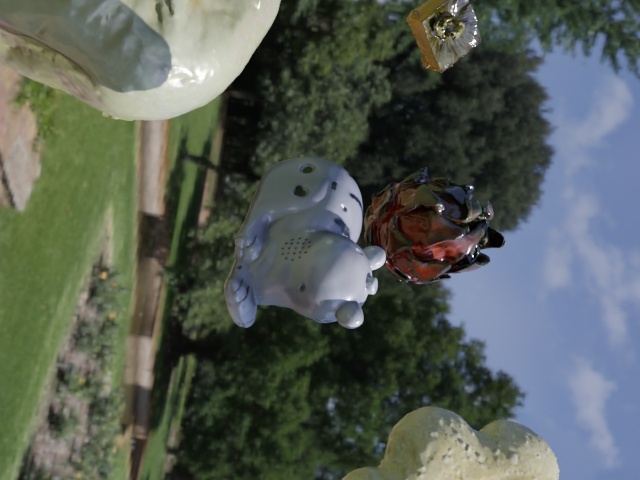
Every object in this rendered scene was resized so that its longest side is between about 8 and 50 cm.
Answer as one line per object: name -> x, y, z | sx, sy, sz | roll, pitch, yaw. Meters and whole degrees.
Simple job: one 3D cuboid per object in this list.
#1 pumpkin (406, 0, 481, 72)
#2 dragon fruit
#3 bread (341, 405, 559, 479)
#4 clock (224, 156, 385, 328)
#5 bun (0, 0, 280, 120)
pumpkin -> 0.148, -0.250, 1.056 | 0.054, 0.074, 0.083 | 35, -19, 49
dragon fruit -> 0.155, -0.018, 1.323 | 0.188, 0.182, 0.182 | -37, -141, 52
bread -> 0.130, 0.237, 0.676 | 0.181, 0.251, 0.039 | -37, -172, -16
clock -> 0.000, 0.000, 0.762 | 0.080, 0.117, 0.176 | 81, 20, -46
bun -> -0.205, -0.296, 0.946 | 0.213, 0.361, 0.361 | 113, -13, -49
